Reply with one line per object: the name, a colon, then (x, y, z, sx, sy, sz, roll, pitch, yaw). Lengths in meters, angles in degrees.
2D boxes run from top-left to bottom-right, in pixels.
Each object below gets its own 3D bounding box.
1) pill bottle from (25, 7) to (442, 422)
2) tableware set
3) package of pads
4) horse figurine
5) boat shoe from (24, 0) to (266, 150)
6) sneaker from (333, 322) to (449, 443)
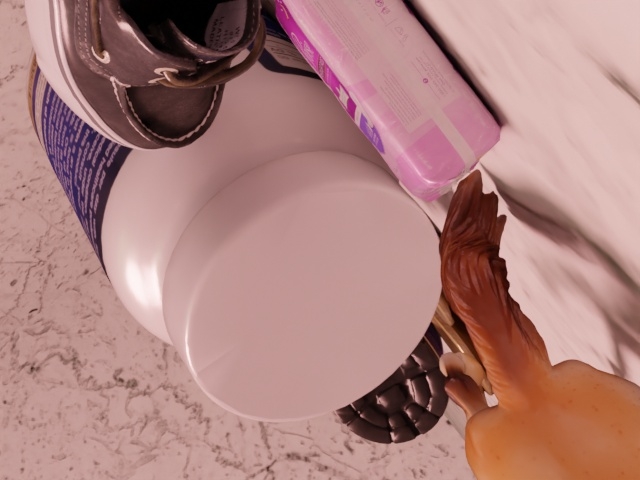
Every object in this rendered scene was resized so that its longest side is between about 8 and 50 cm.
pill bottle: (-0.052, -0.035, 0.613, 0.153, 0.153, 0.265, 55, 178, -39)
tableware set: (0.073, 0.043, 0.726, 0.128, 0.039, 0.194, 52, 178, 36)
package of pads: (0.020, -0.052, 0.369, 0.083, 0.032, 0.050, 53, 176, 3)
horse figurine: (0.110, 0.096, 0.376, 0.263, 0.066, 0.174, 51, -176, 3)
boat shoe: (-0.052, -0.092, 0.411, 0.076, 0.080, 0.228, 45, 155, 22)
sneaker: (0.000, 0.000, 0.839, 0.283, 0.107, 0.124, 64, -165, -12)
